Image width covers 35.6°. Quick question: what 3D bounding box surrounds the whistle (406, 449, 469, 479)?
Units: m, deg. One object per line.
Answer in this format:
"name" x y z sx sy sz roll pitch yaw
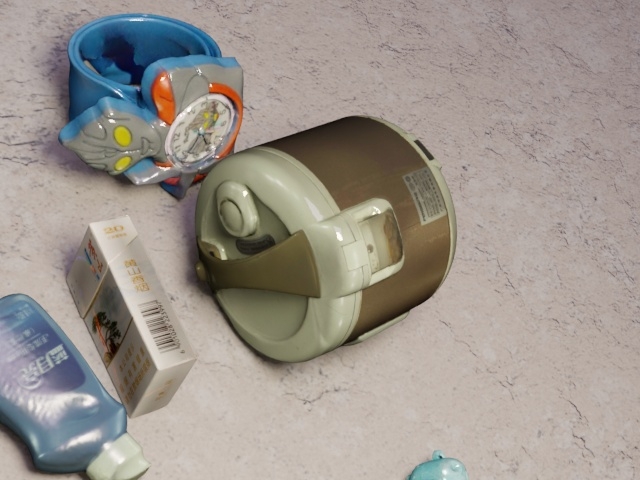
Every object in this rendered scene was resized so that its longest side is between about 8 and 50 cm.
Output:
"whistle" 0.150 0.413 1.368 0.186 0.093 0.274 40 45 -32

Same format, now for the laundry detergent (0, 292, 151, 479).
"laundry detergent" -0.338 0.204 1.264 0.290 0.094 0.143 43 44 8

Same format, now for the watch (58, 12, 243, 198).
"watch" -0.294 -0.219 1.545 0.305 0.241 0.274 -18 49 -34

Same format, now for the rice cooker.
"rice cooker" 0.000 0.000 1.446 0.325 0.335 0.335 -22 69 -39

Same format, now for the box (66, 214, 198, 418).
"box" -0.259 0.101 1.346 0.067 0.149 0.233 -13 63 -37
